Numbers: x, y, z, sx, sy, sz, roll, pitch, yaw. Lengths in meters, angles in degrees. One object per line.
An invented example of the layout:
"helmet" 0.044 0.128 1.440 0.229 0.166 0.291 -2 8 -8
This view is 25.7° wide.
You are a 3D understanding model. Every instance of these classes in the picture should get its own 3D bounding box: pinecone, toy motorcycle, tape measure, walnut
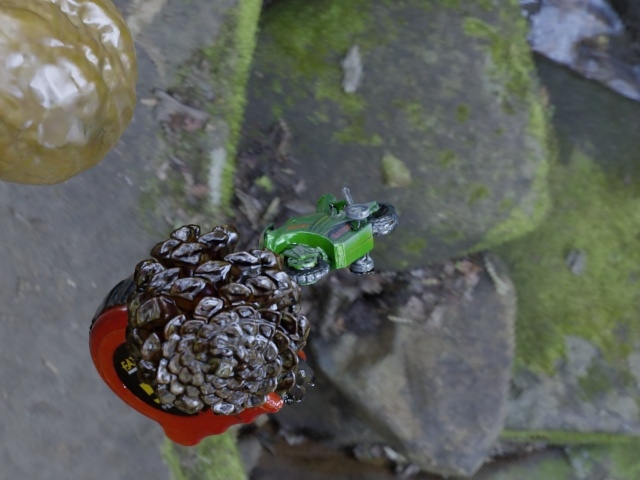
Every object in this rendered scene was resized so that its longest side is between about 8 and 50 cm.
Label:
"pinecone" -0.098 0.058 1.245 0.163 0.165 0.163 -10 127 -13
"toy motorcycle" 0.000 0.000 1.462 0.190 0.106 0.074 -34 126 -49
"tape measure" -0.173 0.147 1.842 0.260 0.253 0.114 44 46 -16
"walnut" -0.395 -0.230 1.804 0.332 0.333 0.333 -5 105 -20
